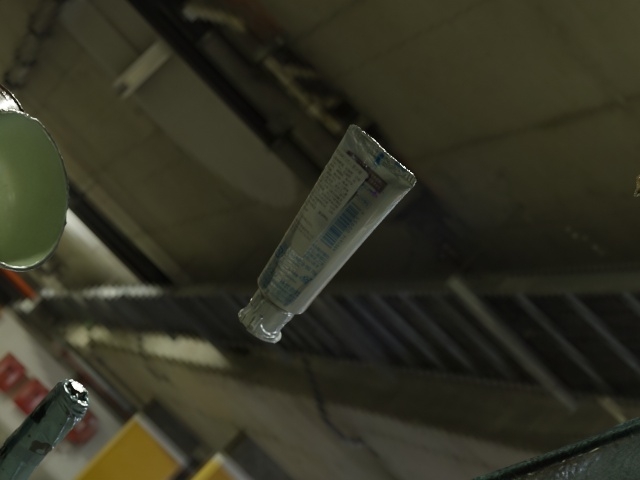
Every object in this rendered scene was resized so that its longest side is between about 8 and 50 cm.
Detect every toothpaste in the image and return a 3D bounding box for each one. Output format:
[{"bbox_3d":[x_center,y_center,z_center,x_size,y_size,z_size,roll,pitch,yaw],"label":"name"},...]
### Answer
[{"bbox_3d":[0.000,0.000,1.964,0.114,0.299,0.073,44,22,19],"label":"toothpaste"}]

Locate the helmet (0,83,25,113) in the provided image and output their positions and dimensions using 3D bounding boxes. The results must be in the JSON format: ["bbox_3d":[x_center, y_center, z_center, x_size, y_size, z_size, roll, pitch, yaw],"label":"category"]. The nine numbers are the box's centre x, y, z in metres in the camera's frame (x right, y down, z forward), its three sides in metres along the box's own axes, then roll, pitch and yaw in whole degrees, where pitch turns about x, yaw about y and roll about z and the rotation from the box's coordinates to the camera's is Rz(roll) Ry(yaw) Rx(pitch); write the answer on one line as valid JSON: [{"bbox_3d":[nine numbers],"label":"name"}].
[{"bbox_3d":[-0.562,-0.099,2.224,0.225,0.305,0.177,42,16,5],"label":"helmet"}]

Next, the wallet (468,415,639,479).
[{"bbox_3d":[0.278,0.250,1.394,0.046,0.379,0.191,-128,-160,-71],"label":"wallet"}]

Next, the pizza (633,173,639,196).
[{"bbox_3d":[0.535,-0.083,2.280,0.185,0.195,0.052,-26,-68,31],"label":"pizza"}]

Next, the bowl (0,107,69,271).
[{"bbox_3d":[-0.433,-0.062,2.005,0.112,0.211,0.211,-4,-41,32],"label":"bowl"}]

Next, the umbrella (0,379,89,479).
[{"bbox_3d":[-0.362,0.261,1.851,0.053,0.250,0.052,42,19,0],"label":"umbrella"}]
